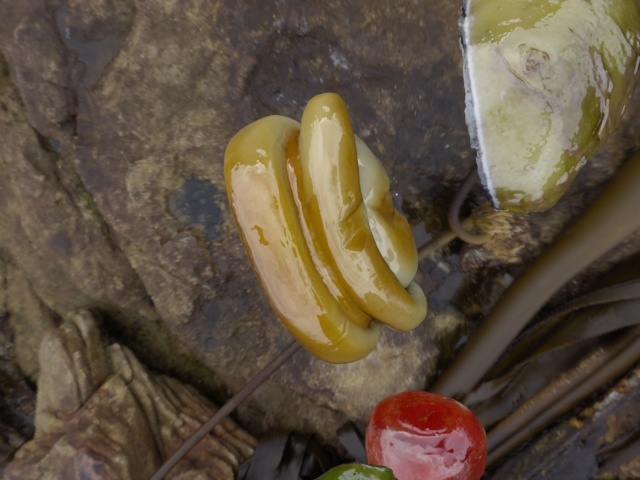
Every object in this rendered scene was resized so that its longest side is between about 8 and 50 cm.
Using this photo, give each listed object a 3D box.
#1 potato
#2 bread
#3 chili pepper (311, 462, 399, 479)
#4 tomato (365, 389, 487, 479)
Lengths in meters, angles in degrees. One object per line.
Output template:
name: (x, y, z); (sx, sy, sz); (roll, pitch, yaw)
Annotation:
potato: (0.278, -0.189, 0.729); (0.196, 0.246, 0.300); (-7, 55, 26)
bread: (0.015, -0.013, 1.020); (0.245, 0.329, 0.424); (-25, 107, 3)
chili pepper: (-0.028, 0.156, 0.240); (0.073, 0.204, 0.072); (-14, 96, 41)
tomato: (0.151, 0.311, 0.895); (0.186, 0.151, 0.187); (2, 97, 16)
